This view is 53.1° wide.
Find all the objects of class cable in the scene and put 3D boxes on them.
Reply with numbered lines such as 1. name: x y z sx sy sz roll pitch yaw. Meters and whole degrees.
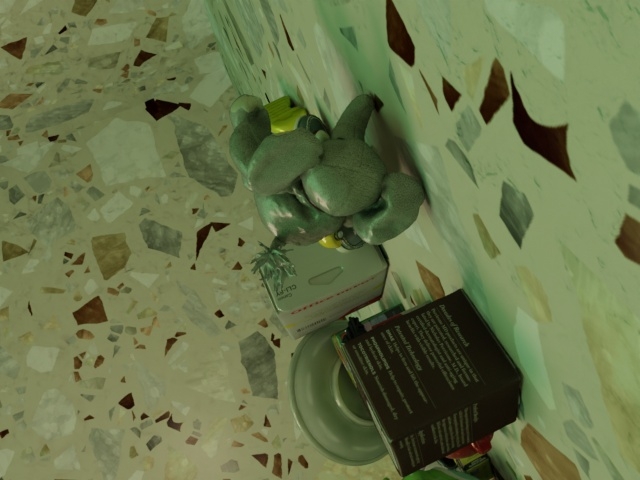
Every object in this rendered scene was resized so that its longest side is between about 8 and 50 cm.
1. cable: 0.099 0.252 1.374 0.184 0.047 0.151 55 -164 -24

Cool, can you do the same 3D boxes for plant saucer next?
1. plant saucer: 0.104 0.404 1.756 0.100 0.400 0.401 -36 77 52

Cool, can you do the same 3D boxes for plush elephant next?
1. plush elephant: 0.006 -0.107 0.981 0.271 0.255 0.330 26 -124 -27

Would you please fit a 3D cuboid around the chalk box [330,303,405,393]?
1. chalk box: 0.146 0.274 1.567 0.289 0.179 0.180 95 150 -80

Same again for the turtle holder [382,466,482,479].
1. turtle holder: 0.254 0.595 1.285 0.243 0.227 0.320 -104 19 -46

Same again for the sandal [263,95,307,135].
1. sandal: -0.096 -0.295 1.715 0.138 0.126 0.317 63 178 -28

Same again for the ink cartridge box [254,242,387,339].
1. ink cartridge box: 0.007 0.100 1.619 0.385 0.279 0.160 83 162 -73

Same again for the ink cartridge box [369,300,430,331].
1. ink cartridge box: 0.176 0.214 1.259 0.176 0.128 0.127 82 162 -72

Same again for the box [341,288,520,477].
1. box: 0.164 0.215 0.958 0.168 0.203 0.167 72 172 -51

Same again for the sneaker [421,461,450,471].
1. sneaker: 0.336 0.650 1.966 0.152 0.114 0.305 35 -148 -73

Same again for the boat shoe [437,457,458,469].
1. boat shoe: 0.277 0.471 1.632 0.255 0.095 0.079 64 177 -8

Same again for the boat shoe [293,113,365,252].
1. boat shoe: 0.038 -0.136 1.391 0.099 0.116 0.320 -24 83 42

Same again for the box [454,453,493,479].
1. box: 0.296 0.426 1.428 0.232 0.058 0.087 -120 6 -49

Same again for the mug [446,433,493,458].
1. mug: 0.236 0.279 1.110 0.150 0.113 0.169 -1 122 48

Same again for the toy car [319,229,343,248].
1. toy car: 0.001 -0.117 1.301 0.239 0.053 0.225 59 141 13
